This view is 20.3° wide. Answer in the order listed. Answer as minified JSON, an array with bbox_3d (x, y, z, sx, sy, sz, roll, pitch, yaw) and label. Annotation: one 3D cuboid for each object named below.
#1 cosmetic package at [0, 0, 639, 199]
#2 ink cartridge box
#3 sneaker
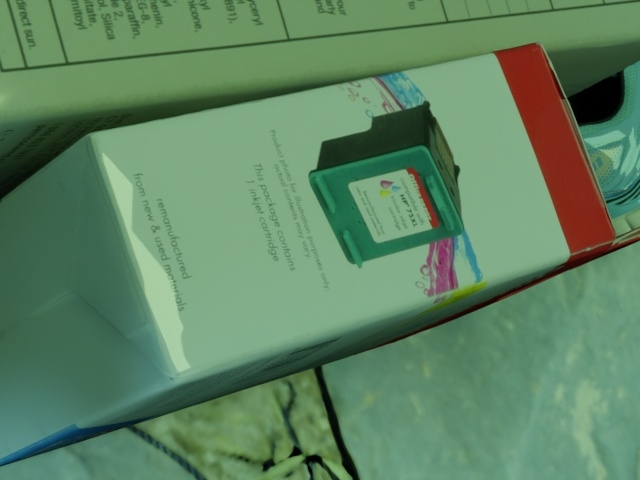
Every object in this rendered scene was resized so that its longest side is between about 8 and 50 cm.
[{"bbox_3d":[-0.026,-0.115,0.645,0.309,0.113,0.160,-10,80,-38],"label":"cosmetic package"},{"bbox_3d":[0.000,0.000,0.608,0.231,0.134,0.078,-15,82,-38],"label":"ink cartridge box"},{"bbox_3d":[0.147,-0.072,0.783,0.073,0.063,0.162,44,54,-10],"label":"sneaker"}]
